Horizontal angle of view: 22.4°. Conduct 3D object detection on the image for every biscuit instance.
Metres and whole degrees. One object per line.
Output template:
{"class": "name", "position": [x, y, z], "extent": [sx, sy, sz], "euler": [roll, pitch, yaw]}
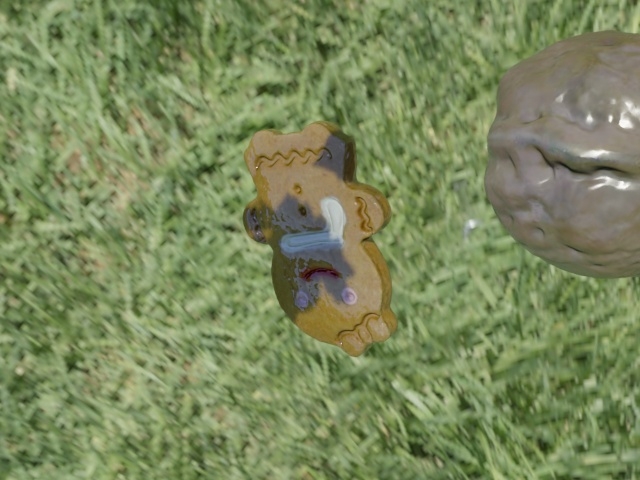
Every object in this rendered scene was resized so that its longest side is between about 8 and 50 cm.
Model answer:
{"class": "biscuit", "position": [-0.002, 0.001, 1.661], "extent": [0.184, 0.035, 0.249], "euler": [-3, 106, 39]}

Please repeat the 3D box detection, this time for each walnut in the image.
{"class": "walnut", "position": [0.287, -0.085, 1.608], "extent": [0.248, 0.248, 0.248], "euler": [-3, 72, 10]}
